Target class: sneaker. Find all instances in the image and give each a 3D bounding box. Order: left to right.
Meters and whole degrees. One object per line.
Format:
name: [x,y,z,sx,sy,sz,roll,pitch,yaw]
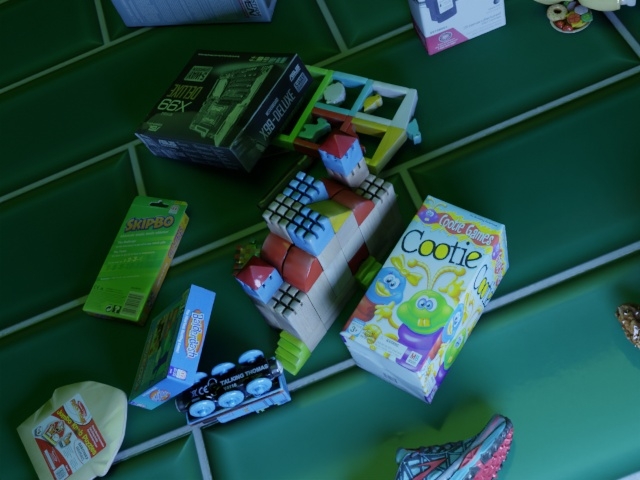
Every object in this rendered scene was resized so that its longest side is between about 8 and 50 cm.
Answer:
sneaker: [0.165,0.331,1.163,0.262,0.104,0.125,-41,55,-10]

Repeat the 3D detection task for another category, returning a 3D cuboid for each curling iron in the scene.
curling iron: [-0.038,-0.162,1.560,0.068,0.035,0.274,25,68,26]

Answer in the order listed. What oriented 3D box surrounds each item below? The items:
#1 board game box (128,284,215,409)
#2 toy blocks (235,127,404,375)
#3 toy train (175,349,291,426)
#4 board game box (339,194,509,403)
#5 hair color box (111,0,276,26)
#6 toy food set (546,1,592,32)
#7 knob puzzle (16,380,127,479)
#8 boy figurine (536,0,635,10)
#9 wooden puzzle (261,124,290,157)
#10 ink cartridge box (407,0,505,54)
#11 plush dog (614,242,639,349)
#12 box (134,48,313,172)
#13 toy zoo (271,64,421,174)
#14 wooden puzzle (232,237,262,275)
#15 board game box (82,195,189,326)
board game box: [-0.248,0.181,1.327,0.047,0.210,0.160,22,60,-21]
toy blocks: [0.000,0.000,1.316,0.190,0.261,0.381,29,72,29]
toy train: [-0.141,0.246,1.302,0.184,0.105,0.080,-22,53,2]
board game box: [0.173,0.092,1.280,0.144,0.142,0.275,24,69,27]
hair color box: [-0.282,-0.605,1.854,0.374,0.114,0.185,3,61,17]
toy food set: [0.496,-0.445,1.584,0.082,0.020,0.083,-20,56,4]
knob puzzle: [-0.408,0.328,1.372,0.213,0.030,0.213,-8,60,15]
boy figurine: [0.556,-0.512,1.553,0.285,0.092,0.177,1,51,9]
wooden puzzle: [-0.095,-0.202,1.614,0.116,0.014,0.079,-17,56,6]
ink cartridge box: [0.258,-0.503,1.558,0.172,0.237,0.100,-22,56,3]
plush dog: [0.569,0.113,1.158,0.225,0.210,0.262,-51,30,0]
box: [-0.198,-0.267,1.601,0.307,0.076,0.242,15,64,42]
toy zoo: [0.057,-0.233,1.538,0.293,0.030,0.192,19,66,24]
wooden puzzle: [-0.136,0.031,1.490,0.049,0.006,0.083,-3,59,15]
board game box: [-0.347,0.033,1.534,0.124,0.039,0.259,9,65,20]
